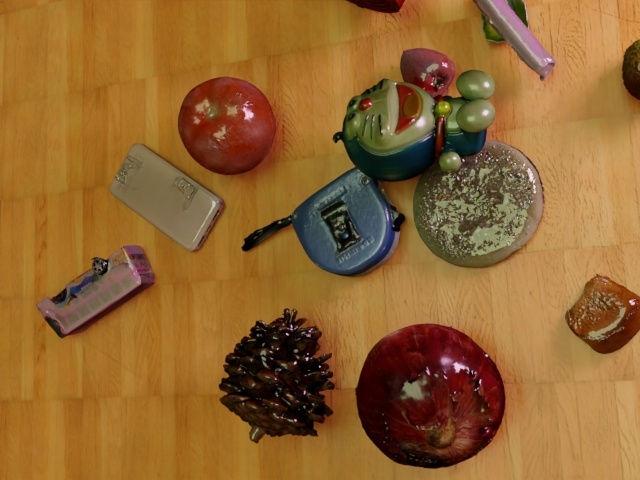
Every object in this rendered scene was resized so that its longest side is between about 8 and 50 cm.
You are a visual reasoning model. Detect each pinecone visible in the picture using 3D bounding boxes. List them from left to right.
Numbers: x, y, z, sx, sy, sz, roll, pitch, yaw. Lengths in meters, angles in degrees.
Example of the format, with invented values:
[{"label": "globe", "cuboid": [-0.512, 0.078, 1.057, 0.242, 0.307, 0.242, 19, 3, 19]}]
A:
[{"label": "pinecone", "cuboid": [-0.082, 0.272, 1.663, 0.243, 0.243, 0.257, 19, 100, 23]}]

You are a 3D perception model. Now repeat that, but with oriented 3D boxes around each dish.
[{"label": "dish", "cuboid": [0.371, -0.461, 1.692, 0.091, 0.039, 0.137, -7, 83, 20]}]

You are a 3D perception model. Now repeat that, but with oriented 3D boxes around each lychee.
[{"label": "lychee", "cuboid": [0.608, -0.310, 1.538, 0.114, 0.114, 0.146, -22, 50, 17]}]

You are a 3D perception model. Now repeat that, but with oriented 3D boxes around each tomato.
[{"label": "tomato", "cuboid": [-0.196, -0.245, 1.807, 0.208, 0.184, 0.208, -5, 75, 18]}]

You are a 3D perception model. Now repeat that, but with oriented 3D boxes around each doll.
[{"label": "doll", "cuboid": [0.180, -0.212, 1.625, 0.322, 0.186, 0.198, 0, 54, 17]}]

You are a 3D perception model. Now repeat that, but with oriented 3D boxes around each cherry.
[{"label": "cherry", "cuboid": [0.221, -0.340, 1.711, 0.106, 0.087, 0.126, -32, 54, 22]}]

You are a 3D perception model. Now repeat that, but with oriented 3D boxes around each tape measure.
[{"label": "tape measure", "cuboid": [0.000, 0.000, 1.747, 0.351, 0.098, 0.215, -34, 71, 16]}]

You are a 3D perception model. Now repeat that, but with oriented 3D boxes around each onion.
[{"label": "onion", "cuboid": [0.202, 0.288, 1.553, 0.276, 0.276, 0.276, -3, 81, 21]}]

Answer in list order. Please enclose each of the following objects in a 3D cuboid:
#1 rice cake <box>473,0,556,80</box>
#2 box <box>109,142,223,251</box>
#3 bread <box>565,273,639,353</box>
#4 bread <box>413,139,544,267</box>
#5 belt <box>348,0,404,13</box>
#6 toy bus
[{"label": "rice cake", "cuboid": [0.365, -0.426, 1.644, 0.055, 0.049, 0.270, -37, 75, 15]}, {"label": "box", "cuboid": [-0.358, -0.102, 1.928, 0.285, 0.044, 0.142, 34, 98, 22]}, {"label": "bread", "cuboid": [0.524, 0.137, 1.548, 0.126, 0.044, 0.129, 40, 101, 23]}, {"label": "bread", "cuboid": [0.309, -0.076, 1.663, 0.267, 0.040, 0.267, -3, 81, 21]}, {"label": "belt", "cuboid": [0.055, -0.578, 1.736, 0.324, 0.227, 0.115, 30, 91, 35]}, {"label": "toy bus", "cuboid": [-0.519, 0.117, 1.937, 0.274, 0.090, 0.112, -32, 81, 16]}]
